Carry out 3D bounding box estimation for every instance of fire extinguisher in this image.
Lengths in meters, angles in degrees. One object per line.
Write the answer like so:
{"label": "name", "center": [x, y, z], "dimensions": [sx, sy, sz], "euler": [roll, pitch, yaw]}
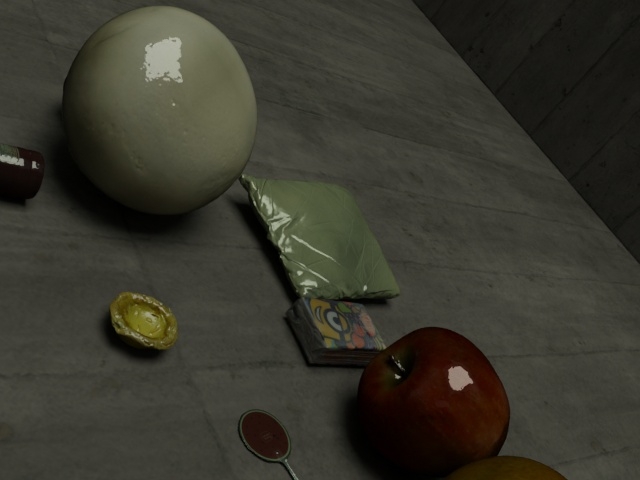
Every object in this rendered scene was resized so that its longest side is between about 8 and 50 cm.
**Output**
{"label": "fire extinguisher", "center": [-0.504, -0.115, 1.078], "dimensions": [0.231, 0.071, 0.099], "euler": [12, 11, -37]}

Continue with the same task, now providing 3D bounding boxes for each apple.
{"label": "apple", "center": [0.175, 0.253, 1.193], "dimensions": [0.230, 0.230, 0.230], "euler": [28, 31, -19]}

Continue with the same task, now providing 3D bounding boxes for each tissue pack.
{"label": "tissue pack", "center": [0.027, 0.152, 1.311], "dimensions": [0.148, 0.060, 0.109], "euler": [10, 41, -43]}

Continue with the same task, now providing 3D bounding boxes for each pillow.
{"label": "pillow", "center": [0.000, -0.001, 1.484], "dimensions": [0.274, 0.076, 0.281], "euler": [-1, 54, -46]}

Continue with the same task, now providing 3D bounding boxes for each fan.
{"label": "fan", "center": [-0.061, 0.285, 1.080], "dimensions": [0.133, 0.005, 0.085], "euler": [51, 30, 21]}

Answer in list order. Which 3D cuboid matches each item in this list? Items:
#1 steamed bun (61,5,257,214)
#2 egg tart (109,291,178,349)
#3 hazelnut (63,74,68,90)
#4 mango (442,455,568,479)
{"label": "steamed bun", "center": [-0.235, -0.201, 1.234], "dimensions": [0.324, 0.206, 0.324], "euler": [7, 80, -49]}
{"label": "egg tart", "center": [-0.243, 0.115, 1.075], "dimensions": [0.105, 0.039, 0.105], "euler": [28, 31, -19]}
{"label": "hazelnut", "center": [-0.361, -0.235, 1.353], "dimensions": [0.150, 0.150, 0.150], "euler": [28, 31, -19]}
{"label": "mango", "center": [0.216, 0.428, 0.994], "dimensions": [0.378, 0.221, 0.264], "euler": [-19, 68, -46]}
